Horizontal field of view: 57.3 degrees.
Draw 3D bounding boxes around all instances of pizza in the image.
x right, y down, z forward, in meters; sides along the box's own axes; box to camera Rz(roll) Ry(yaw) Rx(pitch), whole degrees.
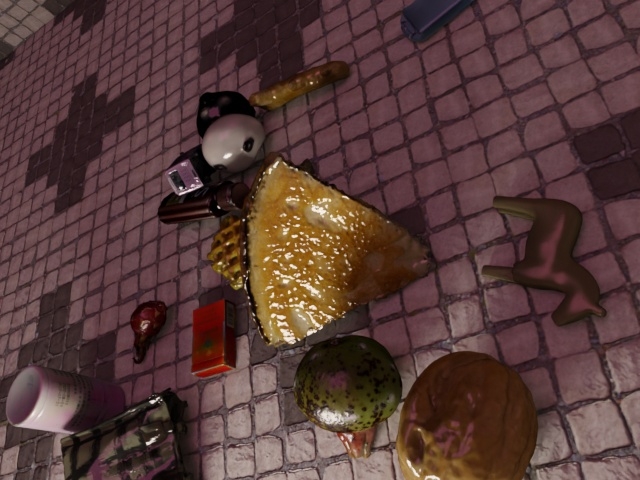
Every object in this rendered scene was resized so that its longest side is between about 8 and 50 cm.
[{"bbox_3d":[-0.033,0.000,1.247,0.435,0.392,0.080,-30,15,14],"label":"pizza"}]

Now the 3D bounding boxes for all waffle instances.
[{"bbox_3d":[-0.182,-0.006,1.533,0.291,0.051,0.291,-15,61,28],"label":"waffle"}]

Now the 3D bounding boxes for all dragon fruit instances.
[{"bbox_3d":[-0.488,0.246,1.608,0.094,0.094,0.190,29,96,41],"label":"dragon fruit"}]

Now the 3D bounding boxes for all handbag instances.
[{"bbox_3d":[-0.449,0.567,1.385,0.327,0.162,0.325,-30,56,11],"label":"handbag"}]

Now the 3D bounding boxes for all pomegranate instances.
[{"bbox_3d":[0.057,0.307,1.132,0.214,0.214,0.247,-2,104,36],"label":"pomegranate"}]

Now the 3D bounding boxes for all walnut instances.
[{"bbox_3d":[0.237,0.304,0.963,0.224,0.257,0.257,-27,47,64],"label":"walnut"}]

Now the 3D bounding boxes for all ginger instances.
[{"bbox_3d":[-0.058,-0.431,1.627,0.299,0.118,0.065,-17,97,24],"label":"ginger"}]

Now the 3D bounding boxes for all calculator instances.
[{"bbox_3d":[0.296,-0.591,1.477,0.210,0.039,0.121,-37,53,16],"label":"calculator"}]

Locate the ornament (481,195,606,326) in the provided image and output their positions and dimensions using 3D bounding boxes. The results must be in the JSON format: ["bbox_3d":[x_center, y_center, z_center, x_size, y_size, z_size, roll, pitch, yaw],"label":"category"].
[{"bbox_3d":[0.411,0.034,1.069,0.245,0.061,0.230,10,76,43],"label":"ornament"}]

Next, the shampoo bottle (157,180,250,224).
[{"bbox_3d":[-0.323,-0.107,1.631,0.323,0.084,0.129,-4,37,44],"label":"shampoo bottle"}]

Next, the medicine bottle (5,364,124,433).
[{"bbox_3d":[-0.662,0.426,1.537,0.152,0.254,0.152,-16,59,29],"label":"medicine bottle"}]

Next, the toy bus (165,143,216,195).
[{"bbox_3d":[-0.369,-0.200,1.665,0.108,0.096,0.199,-25,20,6],"label":"toy bus"}]

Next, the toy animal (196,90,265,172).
[{"bbox_3d":[-0.255,-0.296,1.656,0.187,0.165,0.235,-39,53,20],"label":"toy animal"}]

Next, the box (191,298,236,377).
[{"bbox_3d":[-0.267,0.247,1.472,0.112,0.048,0.175,-20,57,26],"label":"box"}]
